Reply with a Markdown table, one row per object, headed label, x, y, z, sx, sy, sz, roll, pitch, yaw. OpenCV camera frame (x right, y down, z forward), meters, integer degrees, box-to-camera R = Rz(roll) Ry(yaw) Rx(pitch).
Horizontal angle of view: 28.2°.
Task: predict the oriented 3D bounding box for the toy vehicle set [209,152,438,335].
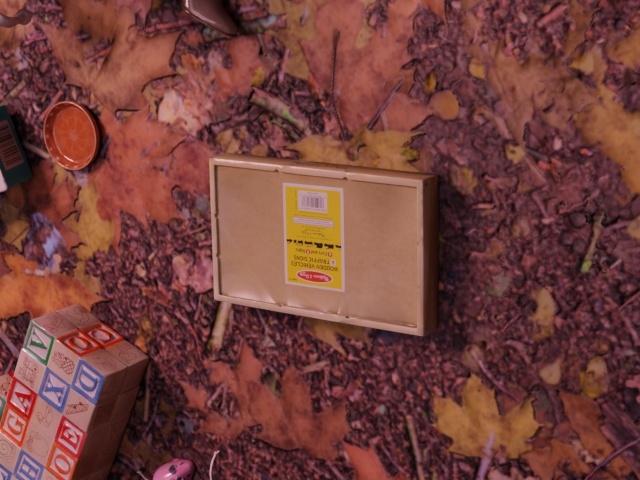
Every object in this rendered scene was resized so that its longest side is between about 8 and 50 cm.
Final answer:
| label | x | y | z | sx | sy | sz | roll | pitch | yaw |
| --- | --- | --- | --- | --- | --- | --- | --- | --- | --- |
| toy vehicle set | 0.000 | 0.000 | 1.370 | 0.267 | 0.035 | 0.166 | 8 | 107 | 30 |

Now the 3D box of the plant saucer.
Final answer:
| label | x | y | z | sx | sy | sz | roll | pitch | yaw |
| --- | --- | --- | --- | --- | --- | --- | --- | --- | --- |
| plant saucer | -0.298 | -0.126 | 1.535 | 0.084 | 0.013 | 0.083 | 9 | 106 | 31 |

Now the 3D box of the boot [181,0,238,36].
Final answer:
| label | x | y | z | sx | sy | sz | roll | pitch | yaw |
| --- | --- | --- | --- | --- | --- | --- | --- | --- | --- |
| boot | -0.121 | -0.284 | 1.371 | 0.118 | 0.042 | 0.087 | 34 | 110 | 12 |

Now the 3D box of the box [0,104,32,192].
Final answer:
| label | x | y | z | sx | sy | sz | roll | pitch | yaw |
| --- | --- | --- | --- | --- | --- | --- | --- | --- | --- |
| box | -0.488 | -0.088 | 1.611 | 0.244 | 0.060 | 0.100 | -14 | 102 | 26 |

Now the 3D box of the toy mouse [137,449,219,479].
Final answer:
| label | x | y | z | sx | sy | sz | roll | pitch | yaw |
| --- | --- | --- | --- | --- | --- | --- | --- | --- | --- |
| toy mouse | -0.157 | 0.312 | 1.550 | 0.161 | 0.031 | 0.143 | 39 | 119 | 18 |

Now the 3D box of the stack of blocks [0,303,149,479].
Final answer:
| label | x | y | z | sx | sy | sz | roll | pitch | yaw |
| --- | --- | --- | --- | --- | --- | --- | --- | --- | --- |
| stack of blocks | -0.343 | 0.231 | 1.610 | 0.171 | 0.087 | 0.297 | 33 | 117 | 21 |

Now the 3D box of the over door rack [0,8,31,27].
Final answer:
| label | x | y | z | sx | sy | sz | roll | pitch | yaw |
| --- | --- | --- | --- | --- | --- | --- | --- | --- | --- |
| over door rack | -0.404 | -0.377 | 1.493 | 0.239 | 0.108 | 0.324 | -40 | 67 | 31 |
